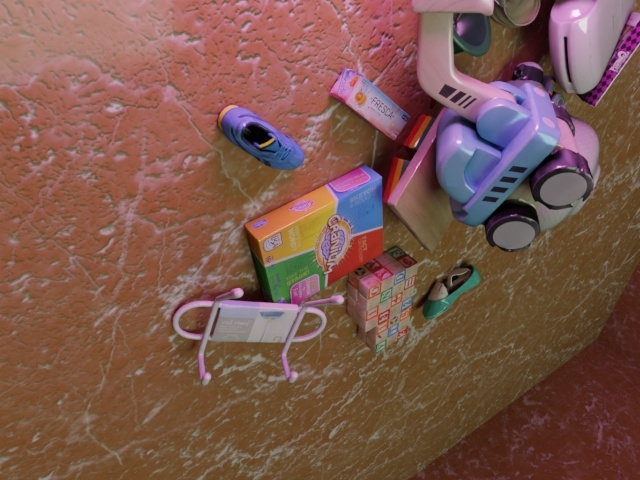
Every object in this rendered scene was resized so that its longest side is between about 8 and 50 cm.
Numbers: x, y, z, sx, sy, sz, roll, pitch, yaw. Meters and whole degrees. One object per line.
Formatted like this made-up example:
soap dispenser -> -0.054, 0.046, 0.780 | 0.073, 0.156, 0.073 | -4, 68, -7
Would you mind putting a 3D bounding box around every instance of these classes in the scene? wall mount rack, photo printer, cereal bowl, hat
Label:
wall mount rack -> -0.117, 0.177, 1.051 | 0.350, 0.130, 0.304 | 6, 128, -25
photo printer -> 0.635, -0.524, 1.187 | 0.307, 0.107, 0.256 | -61, 141, -12
cereal bowl -> 0.676, -0.169, 1.424 | 0.339, 0.141, 0.339 | -62, 171, -17
hat -> 0.228, -0.413, 1.040 | 0.173, 0.183, 0.208 | -3, 81, -38

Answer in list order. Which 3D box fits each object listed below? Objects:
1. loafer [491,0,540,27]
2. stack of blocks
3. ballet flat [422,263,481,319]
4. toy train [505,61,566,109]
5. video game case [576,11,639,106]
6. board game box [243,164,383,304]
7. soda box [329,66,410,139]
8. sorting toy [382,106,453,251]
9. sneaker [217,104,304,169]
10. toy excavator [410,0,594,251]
loafer -> 0.397, -0.522, 1.047 | 0.268, 0.092, 0.102 | 15, 111, -47
stack of blocks -> 0.167, 0.180, 1.417 | 0.171, 0.087, 0.297 | -24, 135, -25
ballet flat -> 0.414, 0.155, 1.638 | 0.247, 0.083, 0.087 | -33, 114, -17
toy train -> 0.500, -0.272, 1.264 | 0.190, 0.142, 0.334 | 20, 87, -46
video game case -> 0.764, -0.483, 1.335 | 0.232, 0.042, 0.210 | -64, 176, 31
board game box -> 0.000, 0.000, 1.140 | 0.316, 0.064, 0.242 | -29, 137, -21
soda box -> 0.102, -0.271, 1.015 | 0.183, 0.058, 0.063 | 22, 106, -49
sorting toy -> 0.252, -0.142, 1.199 | 0.255, 0.089, 0.257 | -59, 141, -7
sneaker -> -0.091, -0.169, 0.911 | 0.209, 0.082, 0.069 | 25, 101, -51
toy excavator -> 0.300, -0.231, 0.957 | 0.445, 0.222, 0.433 | 20, 136, -10
